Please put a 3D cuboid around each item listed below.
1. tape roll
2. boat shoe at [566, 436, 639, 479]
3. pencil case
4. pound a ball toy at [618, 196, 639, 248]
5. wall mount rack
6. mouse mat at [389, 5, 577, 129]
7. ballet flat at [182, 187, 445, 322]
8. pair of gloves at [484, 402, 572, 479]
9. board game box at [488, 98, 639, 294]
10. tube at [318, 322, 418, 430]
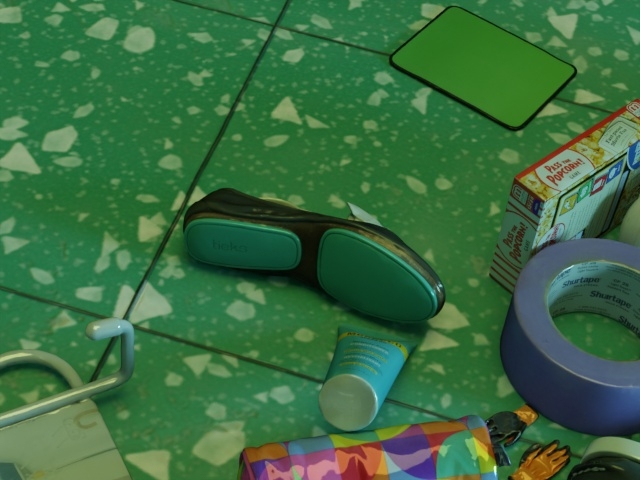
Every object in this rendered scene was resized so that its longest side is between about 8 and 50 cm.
[{"bbox_3d":[0.274,0.092,1.413,0.188,0.080,0.189,3,46,-3],"label":"tape roll"},{"bbox_3d":[0.350,0.272,1.241,0.302,0.114,0.091,17,46,25],"label":"boat shoe"},{"bbox_3d":[0.045,0.213,1.261,0.236,0.104,0.104,-6,48,-11],"label":"pencil case"},{"bbox_3d":[0.482,-0.070,1.515,0.208,0.136,0.319,33,56,19],"label":"pound a ball toy"},{"bbox_3d":[-0.260,0.204,1.208,0.304,0.130,0.350,-18,51,-22],"label":"wall mount rack"},{"bbox_3d":[0.196,-0.210,1.735,0.189,0.007,0.152,32,52,20],"label":"mouse mat"},{"bbox_3d":[0.000,0.000,1.460,0.280,0.095,0.096,18,36,9],"label":"ballet flat"},{"bbox_3d":[0.190,0.192,1.356,0.074,0.010,0.083,-26,54,-27],"label":"pair of gloves"},{"bbox_3d":[0.265,-0.044,1.493,0.193,0.147,0.045,-31,58,-31],"label":"board game box"},{"bbox_3d":[0.041,0.117,1.341,0.080,0.052,0.207,18,15,5],"label":"tube"}]
